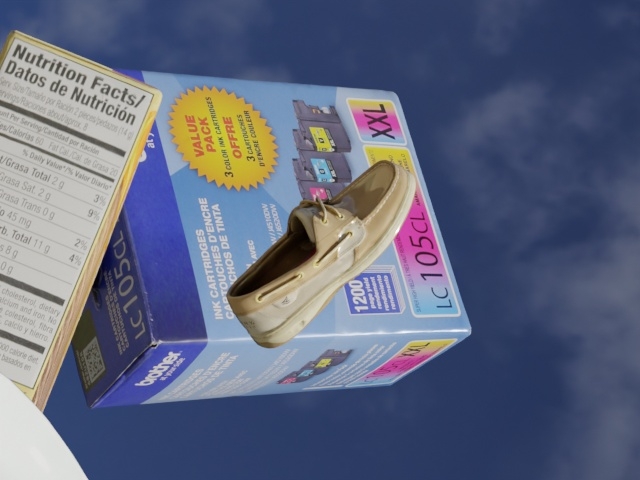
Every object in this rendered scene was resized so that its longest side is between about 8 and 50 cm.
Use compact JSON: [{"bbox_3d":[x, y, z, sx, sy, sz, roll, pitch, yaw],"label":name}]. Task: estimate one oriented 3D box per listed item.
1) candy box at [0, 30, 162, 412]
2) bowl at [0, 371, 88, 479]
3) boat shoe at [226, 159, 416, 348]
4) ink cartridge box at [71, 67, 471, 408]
[{"bbox_3d":[-0.182,0.076,0.752,0.183,0.087,0.316,130,-20,-65],"label":"candy box"},{"bbox_3d":[-0.155,0.184,0.449,0.134,0.298,0.298,-14,-102,13],"label":"bowl"},{"bbox_3d":[0.000,0.000,1.088,0.170,0.059,0.063,-49,-147,-11],"label":"boat shoe"},{"bbox_3d":[-0.090,-0.002,1.348,0.151,0.395,0.270,-43,-124,48],"label":"ink cartridge box"}]
